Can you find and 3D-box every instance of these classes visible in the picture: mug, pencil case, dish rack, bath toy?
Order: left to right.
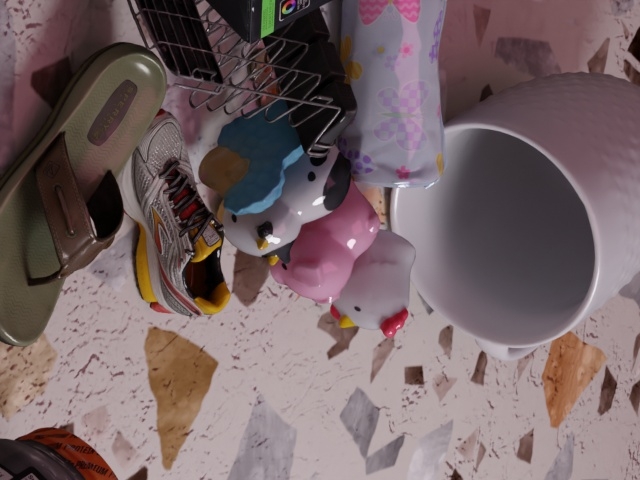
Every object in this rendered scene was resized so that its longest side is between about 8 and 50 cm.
[{"bbox_3d":[-0.089,-0.199,1.841,0.271,0.074,0.208,8,51,-46],"label":"dish rack"},{"bbox_3d":[0.000,0.000,2.050,0.348,0.151,0.129,48,19,-50],"label":"bath toy"},{"bbox_3d":[0.082,-0.193,2.104,0.124,0.113,0.273,-3,105,-22],"label":"pencil case"},{"bbox_3d":[0.275,-0.021,2.312,0.328,0.276,0.374,-32,141,-48],"label":"mug"}]

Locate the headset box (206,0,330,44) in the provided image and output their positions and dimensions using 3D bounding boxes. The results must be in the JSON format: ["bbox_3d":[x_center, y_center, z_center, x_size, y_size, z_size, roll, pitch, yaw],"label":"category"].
[{"bbox_3d":[0.000,-0.336,1.654,0.283,0.131,0.246,-30,151,-24],"label":"headset box"}]

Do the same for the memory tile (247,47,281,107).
[{"bbox_3d":[-0.027,-0.161,2.061,0.113,0.012,0.148,-46,134,-34],"label":"memory tile"}]

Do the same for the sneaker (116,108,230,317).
[{"bbox_3d":[-0.135,-0.026,1.894,0.088,0.093,0.225,-37,127,-39],"label":"sneaker"}]

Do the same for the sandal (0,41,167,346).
[{"bbox_3d":[-0.224,-0.042,1.764,0.120,0.086,0.303,32,84,-51],"label":"sandal"}]

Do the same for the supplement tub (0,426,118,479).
[{"bbox_3d":[-0.321,0.296,1.667,0.316,0.193,0.193,-30,124,-45],"label":"supplement tub"}]
